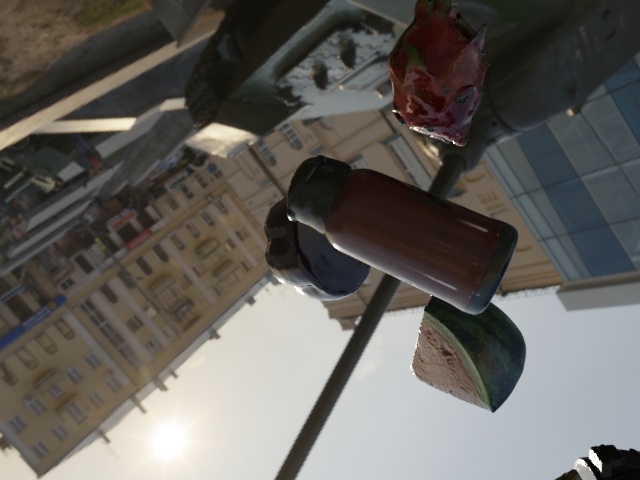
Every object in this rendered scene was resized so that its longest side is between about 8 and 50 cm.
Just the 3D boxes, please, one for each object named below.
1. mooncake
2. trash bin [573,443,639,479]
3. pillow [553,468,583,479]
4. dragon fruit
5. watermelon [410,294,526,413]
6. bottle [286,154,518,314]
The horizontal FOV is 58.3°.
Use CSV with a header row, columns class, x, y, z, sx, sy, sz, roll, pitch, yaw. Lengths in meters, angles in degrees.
class,x,y,z,sx,sy,sz,roll,pitch,yaw
mooncake,0.000,0.000,1.139,0.133,0.245,0.245,-12,-154,50
trash bin,0.646,0.476,1.035,0.301,0.252,0.203,-9,-170,5
pillow,0.387,0.432,0.887,0.113,0.203,0.038,-36,-152,12
dragon fruit,0.223,-0.313,1.031,0.198,0.200,0.269,-3,-120,51
watermelon,0.339,0.284,1.433,0.293,0.283,0.250,-52,177,13
bottle,0.108,-0.019,0.857,0.144,0.336,0.144,24,90,-82
